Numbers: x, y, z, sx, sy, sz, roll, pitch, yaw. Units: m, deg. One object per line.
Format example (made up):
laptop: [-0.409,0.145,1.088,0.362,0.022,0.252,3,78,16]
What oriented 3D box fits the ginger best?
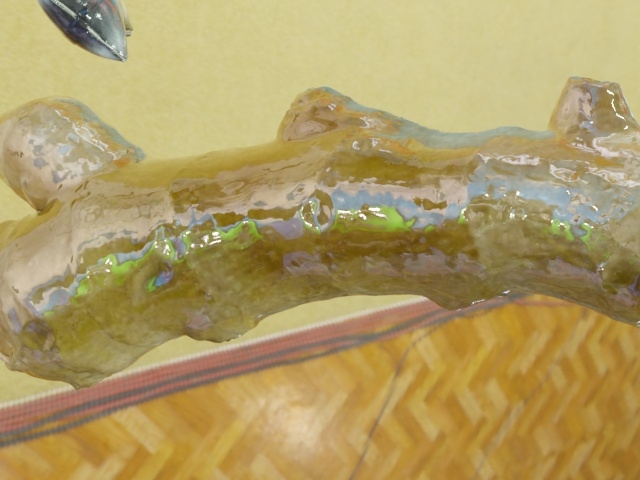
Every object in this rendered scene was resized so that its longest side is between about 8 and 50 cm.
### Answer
ginger: [0.001,0.000,0.395,0.065,0.299,0.117,2,88,-72]

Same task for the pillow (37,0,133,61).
pillow: [-0.191,-0.191,0.871,0.055,0.135,0.091,-22,111,-1]
